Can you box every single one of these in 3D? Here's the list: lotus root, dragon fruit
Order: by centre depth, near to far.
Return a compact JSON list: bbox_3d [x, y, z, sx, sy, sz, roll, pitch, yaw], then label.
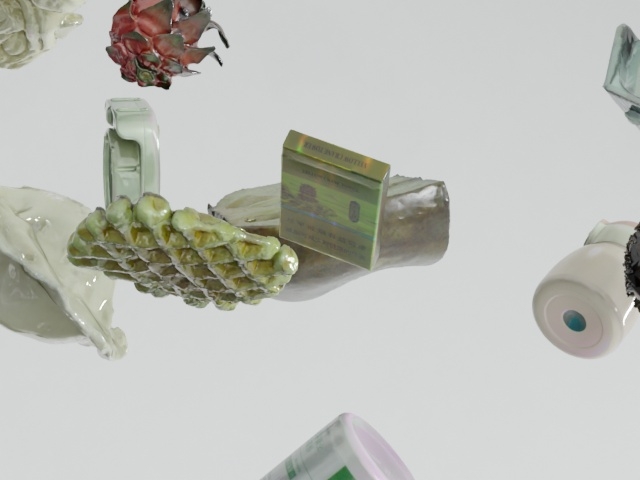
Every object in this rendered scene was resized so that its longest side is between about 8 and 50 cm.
[{"bbox_3d":[-0.196,-0.253,2.182,0.121,0.142,0.130,64,-4,6],"label":"dragon fruit"},{"bbox_3d":[-0.004,0.004,2.284,0.267,0.260,0.149,9,-67,58],"label":"lotus root"}]

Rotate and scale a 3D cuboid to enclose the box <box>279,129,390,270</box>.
[{"bbox_3d":[0.013,-0.044,2.013,0.121,0.030,0.193,20,-31,9],"label":"box"}]

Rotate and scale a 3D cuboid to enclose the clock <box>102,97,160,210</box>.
[{"bbox_3d":[-0.243,-0.082,2.258,0.151,0.062,0.191,-133,-138,-70],"label":"clock"}]

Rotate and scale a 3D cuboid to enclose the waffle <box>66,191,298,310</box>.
[{"bbox_3d":[-0.116,0.015,1.461,0.183,0.036,0.169,19,-26,-19],"label":"waffle"}]

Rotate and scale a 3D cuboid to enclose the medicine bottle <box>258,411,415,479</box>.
[{"bbox_3d":[-0.036,0.304,1.769,0.133,0.274,0.133,47,9,-10],"label":"medicine bottle"}]

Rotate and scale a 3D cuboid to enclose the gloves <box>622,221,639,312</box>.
[{"bbox_3d":[0.502,0.017,2.031,0.135,0.312,0.210,118,-47,-76],"label":"gloves"}]

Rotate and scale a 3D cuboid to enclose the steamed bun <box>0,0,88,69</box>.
[{"bbox_3d":[-0.436,-0.425,2.338,0.347,0.237,0.394,11,-28,19],"label":"steamed bun"}]

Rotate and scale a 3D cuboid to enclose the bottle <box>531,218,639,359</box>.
[{"bbox_3d":[0.428,0.056,2.624,0.148,0.236,0.147,22,-47,25],"label":"bottle"}]

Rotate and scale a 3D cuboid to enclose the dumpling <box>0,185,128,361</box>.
[{"bbox_3d":[-0.277,0.023,1.735,0.258,0.147,0.193,50,-9,-12],"label":"dumpling"}]

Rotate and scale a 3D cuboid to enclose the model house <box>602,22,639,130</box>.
[{"bbox_3d":[0.415,-0.138,1.669,0.224,0.215,0.198,41,21,-32],"label":"model house"}]
